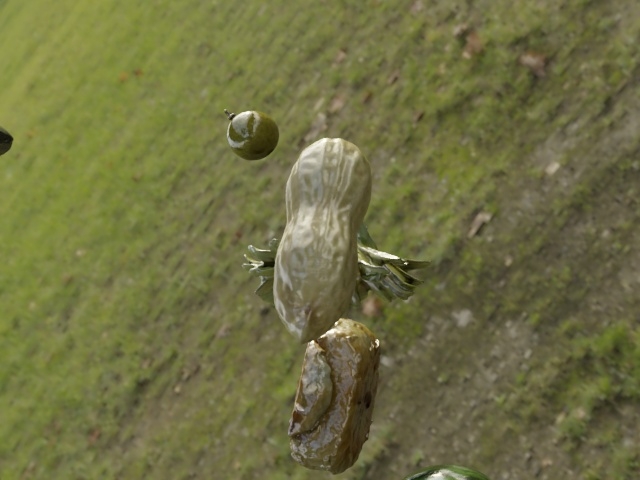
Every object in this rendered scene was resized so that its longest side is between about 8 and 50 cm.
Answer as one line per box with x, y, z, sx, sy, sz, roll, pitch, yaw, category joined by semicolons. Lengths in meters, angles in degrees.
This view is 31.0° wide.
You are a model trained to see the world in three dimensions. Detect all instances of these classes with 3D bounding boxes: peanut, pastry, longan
0.000;0.000;1.015;0.082;0.082;0.187;-23;53;54;peanut
0.020;0.221;1.597;0.229;0.100;0.218;83;-160;-59;pastry
-0.095;-0.145;1.525;0.075;0.083;0.075;-47;2;2;longan

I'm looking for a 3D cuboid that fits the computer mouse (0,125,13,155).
-0.604;-0.157;1.900;0.217;0.122;0.073;-22;75;27;computer mouse

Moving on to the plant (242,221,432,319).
0.005;0.020;1.979;0.261;0.306;0.297;-48;54;26;plant

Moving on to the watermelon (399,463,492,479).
0.191;0.401;1.707;0.232;0.204;0.127;-17;48;20;watermelon
